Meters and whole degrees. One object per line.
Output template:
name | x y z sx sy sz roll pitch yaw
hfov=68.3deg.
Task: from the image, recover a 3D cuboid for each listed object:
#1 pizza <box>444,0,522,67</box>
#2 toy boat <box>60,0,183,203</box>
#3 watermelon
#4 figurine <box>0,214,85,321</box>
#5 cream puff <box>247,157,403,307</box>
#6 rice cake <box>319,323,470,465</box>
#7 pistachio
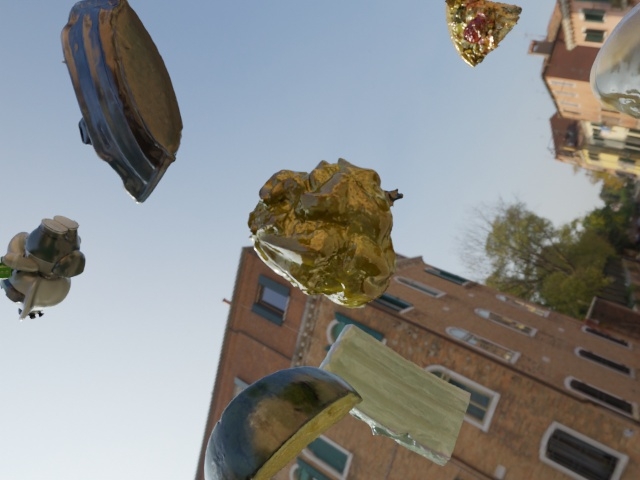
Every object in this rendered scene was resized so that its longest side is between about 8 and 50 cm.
pizza | 0.170 -0.229 0.498 0.025 0.078 0.083 -47 -64 -36
toy boat | -0.290 -0.200 0.661 0.129 0.142 0.309 -10 -100 -63
watermelon | -0.047 0.178 0.466 0.181 0.075 0.092 -36 -30 -21
figurine | -0.460 0.049 0.777 0.192 0.126 0.147 -62 6 18
cream puff | -0.001 0.000 0.466 0.121 0.156 0.156 -86 -10 -46
rice cake | 0.110 0.232 0.718 0.127 0.237 0.043 -56 -3 -33
pistachio | 0.373 -0.199 0.451 0.215 0.144 0.144 -36 -4 42
